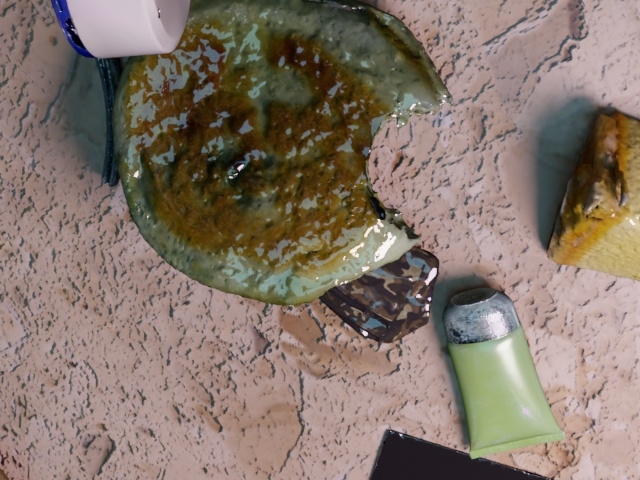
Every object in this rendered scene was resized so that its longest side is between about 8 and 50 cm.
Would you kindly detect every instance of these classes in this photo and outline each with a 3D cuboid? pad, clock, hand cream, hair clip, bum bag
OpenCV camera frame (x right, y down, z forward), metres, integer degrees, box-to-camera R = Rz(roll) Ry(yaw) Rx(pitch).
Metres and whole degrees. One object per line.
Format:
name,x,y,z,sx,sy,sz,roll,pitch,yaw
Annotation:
pad,0.161,0.295,1.294,0.243,0.004,0.163,18,112,0
clock,-0.157,-0.261,1.001,0.083,0.230,0.230,-2,110,7
hand cream,0.167,0.127,1.211,0.095,0.046,0.175,-15,115,11
hair clip,-0.202,-0.156,1.149,0.070,0.039,0.229,-8,111,8
bum bag,0.000,-0.001,1.167,0.248,0.069,0.102,34,126,-5

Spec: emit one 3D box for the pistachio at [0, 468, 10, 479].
pistachio,-0.356,0.322,1.299,0.130,0.131,0.206,-19,113,-32

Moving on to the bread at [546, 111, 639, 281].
bread,0.282,-0.025,1.131,0.147,0.127,0.152,17,145,-2

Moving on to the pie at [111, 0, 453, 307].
pie,-0.041,-0.088,1.105,0.303,0.067,0.302,0,90,11
